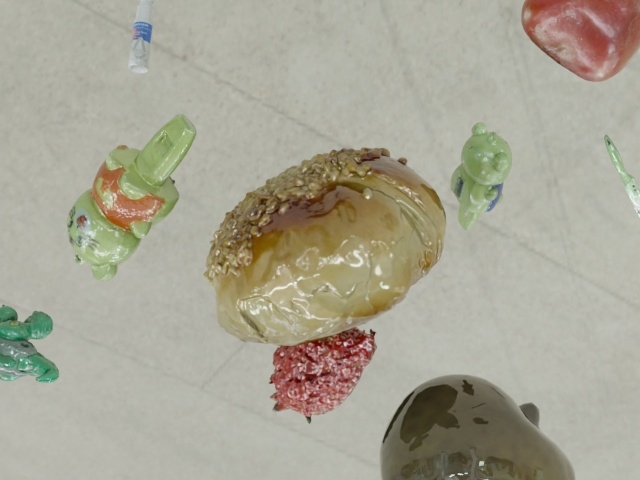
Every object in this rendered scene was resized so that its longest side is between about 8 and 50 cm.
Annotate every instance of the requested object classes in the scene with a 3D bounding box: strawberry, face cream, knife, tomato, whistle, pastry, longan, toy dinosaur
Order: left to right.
[{"bbox_3d":[-0.275,0.096,0.808,0.132,0.096,0.059,15,104,19],"label":"toy dinosaur"},{"bbox_3d":[-0.272,-0.064,1.364,0.288,0.131,0.106,-48,150,24],"label":"whistle"},{"bbox_3d":[-0.295,-0.343,1.590,0.034,0.130,0.034,4,163,1],"label":"face cream"},{"bbox_3d":[-0.003,0.229,1.700,0.098,0.175,0.228,18,157,-35],"label":"strawberry"},{"bbox_3d":[0.000,0.000,1.520,0.409,0.409,0.245,-22,102,32],"label":"pastry"},{"bbox_3d":[0.220,0.330,1.383,0.300,0.300,0.243,13,132,-2],"label":"longan"},{"bbox_3d":[0.273,-0.101,1.639,0.085,0.105,0.227,-14,143,-17],"label":"whistle"},{"bbox_3d":[0.375,-0.316,1.299,0.166,0.174,0.082,40,164,2],"label":"tomato"},{"bbox_3d":[0.659,-0.135,2.060,0.030,0.014,0.207,-25,89,40],"label":"knife"}]
